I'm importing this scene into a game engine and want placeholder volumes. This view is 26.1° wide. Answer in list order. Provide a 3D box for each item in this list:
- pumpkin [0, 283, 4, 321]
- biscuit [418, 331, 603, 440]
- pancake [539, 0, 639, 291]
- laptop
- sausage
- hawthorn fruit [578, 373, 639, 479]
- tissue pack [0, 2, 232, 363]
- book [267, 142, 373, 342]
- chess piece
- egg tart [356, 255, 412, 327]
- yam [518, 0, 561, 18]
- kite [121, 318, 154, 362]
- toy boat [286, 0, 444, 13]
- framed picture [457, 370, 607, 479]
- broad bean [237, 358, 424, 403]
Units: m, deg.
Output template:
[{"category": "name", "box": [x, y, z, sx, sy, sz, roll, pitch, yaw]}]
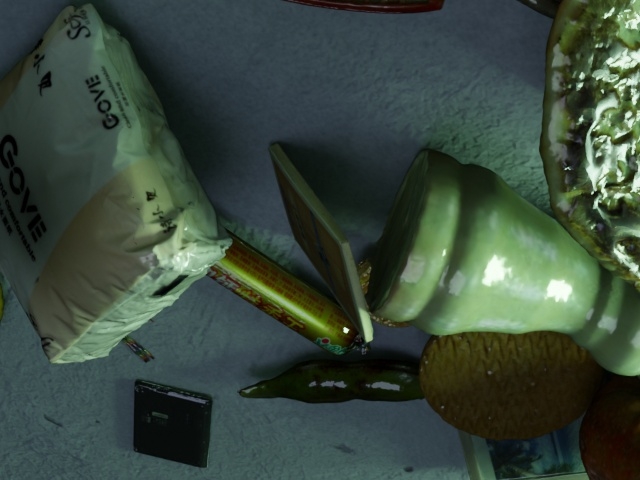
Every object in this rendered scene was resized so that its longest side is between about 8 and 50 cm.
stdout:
[{"category": "pumpkin", "box": [-0.577, 0.066, 2.077, 0.130, 0.149, 0.254, 34, 150, 45]}, {"category": "biscuit", "box": [0.263, 0.180, 1.915, 0.262, 0.037, 0.262, 2, 130, 2]}, {"category": "pancake", "box": [0.371, -0.132, 1.544, 0.305, 0.067, 0.427, -44, 119, -3]}, {"category": "laptop", "box": [-0.240, 0.300, 2.230, 0.129, 0.016, 0.180, 13, 134, 5]}, {"category": "sausage", "box": [-0.079, 0.060, 1.930, 0.371, 0.082, 0.082, 34, 131, -16]}, {"category": "hawthorn fruit", "box": [0.475, 0.285, 1.869, 0.258, 0.258, 0.262, 1, 161, 15]}, {"category": "tissue pack", "box": [-0.308, -0.057, 1.776, 0.390, 0.195, 0.376, -41, 74, 41]}, {"category": "book", "box": [-0.001, 0.000, 1.761, 0.018, 0.242, 0.170, -23, 129, -11]}, {"category": "chess piece", "box": [0.297, 0.053, 1.728, 0.442, 0.234, 0.234, 18, 134, -7]}, {"category": "egg tart", "box": [0.101, 0.062, 1.899, 0.128, 0.049, 0.129, 11, 131, 13]}, {"category": "yam", "box": [0.227, -0.286, 1.565, 0.234, 0.027, 0.029, 27, 106, -10]}, {"category": "kite", "box": [-0.343, 0.109, 2.093, 0.198, 0.006, 0.244, -22, 122, 30]}, {"category": "toy boat", "box": [-0.045, -0.336, 1.546, 0.392, 0.079, 0.136, 12, 137, 10]}, {"category": "framed picture", "box": [0.307, 0.248, 2.006, 0.232, 0.024, 0.315, -10, 129, 12]}, {"category": "broad bean", "box": [0.039, 0.207, 2.035, 0.339, 0.061, 0.077, -3, 152, 18]}]
